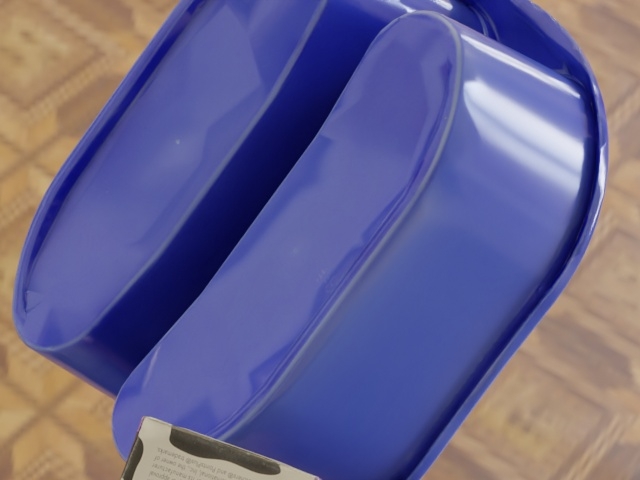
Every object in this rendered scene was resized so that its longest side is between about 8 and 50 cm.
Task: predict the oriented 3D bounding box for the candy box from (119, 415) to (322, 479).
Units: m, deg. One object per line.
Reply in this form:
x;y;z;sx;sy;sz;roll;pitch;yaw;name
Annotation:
-0.057;0.175;0.736;0.070;0.165;0.196;18;82;6;candy box

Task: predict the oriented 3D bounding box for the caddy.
0.000;0.000;1.058;0.179;0.341;0.241;29;10;-48;caddy
